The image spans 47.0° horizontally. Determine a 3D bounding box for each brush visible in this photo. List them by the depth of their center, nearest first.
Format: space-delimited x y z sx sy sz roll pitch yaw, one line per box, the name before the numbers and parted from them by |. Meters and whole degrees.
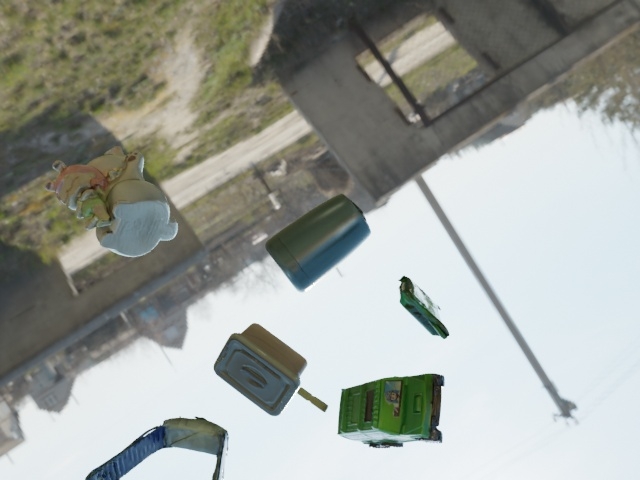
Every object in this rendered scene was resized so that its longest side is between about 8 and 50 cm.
brush | -0.015 0.314 1.451 0.083 0.013 0.016 25 -100 41

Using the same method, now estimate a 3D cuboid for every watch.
watch | -0.252 0.434 1.402 0.276 0.068 0.274 10 -165 22

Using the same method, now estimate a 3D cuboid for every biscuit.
biscuit | 0.077 0.050 0.572 0.016 0.046 0.089 -45 -179 9

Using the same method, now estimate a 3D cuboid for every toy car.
toy car | 0.072 0.179 0.775 0.062 0.071 0.165 12 159 -19

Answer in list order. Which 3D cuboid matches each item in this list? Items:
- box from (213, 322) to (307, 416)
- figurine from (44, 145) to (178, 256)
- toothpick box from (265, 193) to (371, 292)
box | -0.082 0.182 1.062 0.089 0.122 0.062 -59 172 33
figurine | -0.203 -0.056 0.699 0.081 0.146 0.098 -47 143 4
toothpick box | 0.000 0.000 1.369 0.184 0.120 0.120 -37 -177 -4
